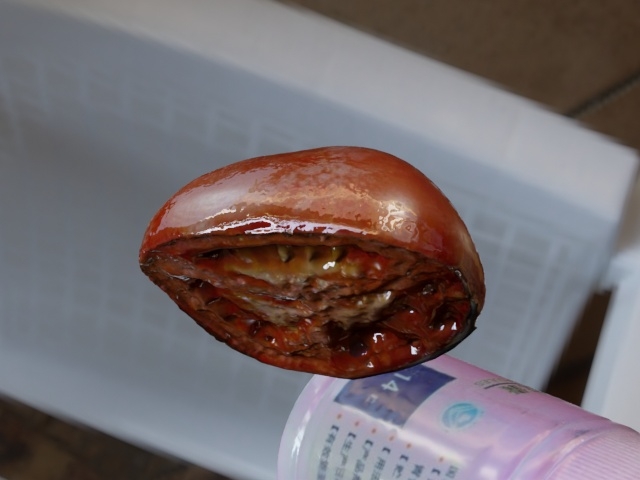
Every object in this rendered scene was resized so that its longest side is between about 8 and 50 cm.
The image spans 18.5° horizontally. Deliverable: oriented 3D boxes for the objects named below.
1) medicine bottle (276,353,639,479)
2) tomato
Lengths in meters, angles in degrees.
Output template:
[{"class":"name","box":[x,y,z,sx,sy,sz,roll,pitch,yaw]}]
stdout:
[{"class":"medicine bottle","box":[0.109,0.162,1.188,0.254,0.152,0.152,20,152,45]},{"class":"tomato","box":[0.008,0.003,0.987,0.174,0.082,0.166,-6,148,33]}]
